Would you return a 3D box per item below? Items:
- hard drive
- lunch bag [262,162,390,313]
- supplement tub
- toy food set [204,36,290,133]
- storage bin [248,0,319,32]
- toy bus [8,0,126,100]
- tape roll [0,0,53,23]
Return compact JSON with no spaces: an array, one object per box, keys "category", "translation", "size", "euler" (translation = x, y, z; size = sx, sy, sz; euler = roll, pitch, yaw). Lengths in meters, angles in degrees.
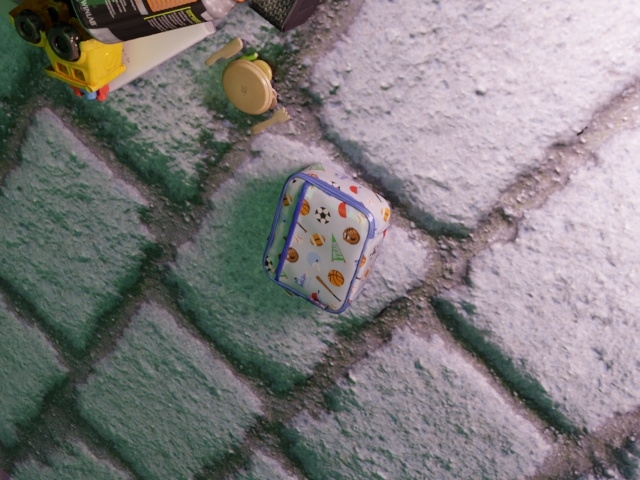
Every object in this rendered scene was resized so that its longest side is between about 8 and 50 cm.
[{"category":"hard drive","translation":[-0.383,-0.465,1.717],"size":[0.308,0.040,0.203],"euler":[-20,101,32]},{"category":"lunch bag","translation":[0.000,0.000,1.736],"size":[0.243,0.115,0.303],"euler":[30,124,15]},{"category":"supplement tub","translation":[-0.290,-0.490,1.524],"size":[0.316,0.193,0.193],"euler":[-9,111,12]},{"category":"toy food set","translation":[-0.145,-0.321,1.695],"size":[0.132,0.038,0.192],"euler":[-19,110,42]},{"category":"storage bin","translation":[-0.040,-0.483,1.493],"size":[0.084,0.122,0.180],"euler":[40,127,5]},{"category":"toy bus","translation":[-0.521,-0.396,1.723],"size":[0.220,0.149,0.211],"euler":[23,136,18]},{"category":"tape roll","translation":[-0.643,-0.581,1.800],"size":[0.219,0.072,0.219],"euler":[12,121,22]}]
